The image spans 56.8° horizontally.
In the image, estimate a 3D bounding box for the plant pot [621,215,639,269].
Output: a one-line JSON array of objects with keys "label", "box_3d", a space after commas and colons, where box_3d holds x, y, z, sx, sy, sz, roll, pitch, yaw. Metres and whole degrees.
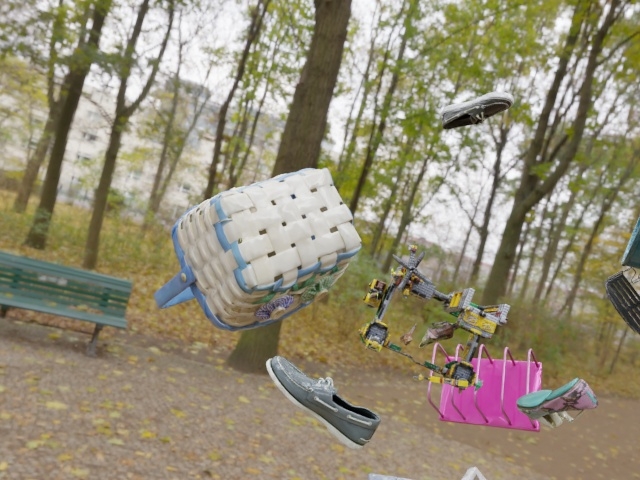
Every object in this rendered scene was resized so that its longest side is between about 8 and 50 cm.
[{"label": "plant pot", "box_3d": [0.913, -0.020, 1.433, 0.255, 0.272, 0.271, 22, 2, 23]}]

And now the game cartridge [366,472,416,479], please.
[{"label": "game cartridge", "box_3d": [0.228, 0.498, 1.067, 0.297, 0.062, 0.198, 13, -8, 3]}]

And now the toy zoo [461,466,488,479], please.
[{"label": "toy zoo", "box_3d": [0.421, 0.758, 1.602, 0.030, 0.192, 0.293, -33, -2, 43]}]

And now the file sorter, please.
[{"label": "file sorter", "box_3d": [0.478, 0.418, 1.725, 0.290, 0.202, 0.182, -2, -31, 28]}]

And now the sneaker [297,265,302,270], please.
[{"label": "sneaker", "box_3d": [-0.002, -0.001, 1.387, 0.051, 0.170, 0.089, 20, -2, 34]}]

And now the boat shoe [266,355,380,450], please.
[{"label": "boat shoe", "box_3d": [0.009, 0.376, 1.448, 0.319, 0.099, 0.116, 41, 12, -3]}]

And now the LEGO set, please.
[{"label": "LEGO set", "box_3d": [0.254, 0.188, 1.311, 0.331, 0.255, 0.192, 33, -9, 2]}]

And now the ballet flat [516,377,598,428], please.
[{"label": "ballet flat", "box_3d": [0.492, 0.347, 1.235, 0.079, 0.077, 0.221, 54, -27, 12]}]

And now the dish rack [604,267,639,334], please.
[{"label": "dish rack", "box_3d": [0.903, 0.123, 1.549, 0.208, 0.271, 0.074, 60, -4, 23]}]

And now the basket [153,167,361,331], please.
[{"label": "basket", "box_3d": [-0.098, 0.024, 0.865, 0.254, 0.201, 0.289, -21, -4, -30]}]

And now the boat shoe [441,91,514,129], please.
[{"label": "boat shoe", "box_3d": [0.471, -0.381, 1.780, 0.219, 0.070, 0.078, -11, -34, 32]}]
